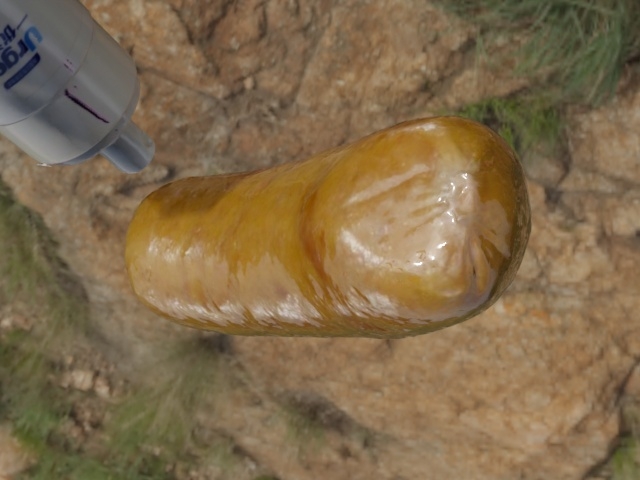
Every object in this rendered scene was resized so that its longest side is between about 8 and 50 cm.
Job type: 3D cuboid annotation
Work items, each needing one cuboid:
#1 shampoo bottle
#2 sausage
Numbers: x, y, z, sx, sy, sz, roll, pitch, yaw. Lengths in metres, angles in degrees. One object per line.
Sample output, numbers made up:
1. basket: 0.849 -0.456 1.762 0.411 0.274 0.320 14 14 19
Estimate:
1. shampoo bottle: -0.193 -0.128 0.555 0.092 0.092 0.303 -15 142 26
2. sausage: 0.000 0.002 0.529 0.109 0.109 0.270 39 155 -26
